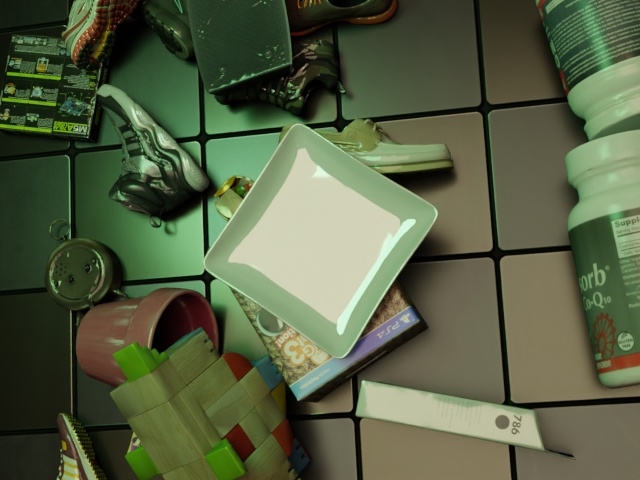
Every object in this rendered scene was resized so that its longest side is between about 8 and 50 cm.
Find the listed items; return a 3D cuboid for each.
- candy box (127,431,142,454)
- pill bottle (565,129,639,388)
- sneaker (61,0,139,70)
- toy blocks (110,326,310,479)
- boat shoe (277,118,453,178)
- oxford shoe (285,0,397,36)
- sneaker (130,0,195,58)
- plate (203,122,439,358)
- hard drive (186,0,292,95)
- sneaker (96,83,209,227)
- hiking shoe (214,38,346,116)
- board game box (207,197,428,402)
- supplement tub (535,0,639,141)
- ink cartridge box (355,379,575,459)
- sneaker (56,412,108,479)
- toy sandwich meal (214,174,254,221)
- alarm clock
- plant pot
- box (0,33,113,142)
[{"bbox_3d":[-0.220,0.333,1.767,0.186,0.053,0.109,14,84,12],"label":"candy box"},{"bbox_3d":[0.492,0.029,1.590,0.210,0.210,0.363,-11,78,10],"label":"pill bottle"},{"bbox_3d":[-0.391,-0.411,1.835,0.093,0.088,0.225,50,117,25],"label":"sneaker"},{"bbox_3d":[-0.141,0.279,1.624,0.190,0.261,0.381,-29,96,35],"label":"toy blocks"},{"bbox_3d":[0.069,-0.153,1.756,0.302,0.113,0.103,-2,85,12],"label":"boat shoe"},{"bbox_3d":[-0.007,-0.420,1.821,0.271,0.098,0.097,-7,80,11],"label":"oxford shoe"},{"bbox_3d":[-0.290,-0.437,1.899,0.106,0.101,0.267,-41,76,-18],"label":"sneaker"},{"bbox_3d":[0.000,0.000,1.633,0.277,0.045,0.278,33,88,14],"label":"plate"},{"bbox_3d":[-0.135,-0.374,1.788,0.172,0.054,0.255,-17,67,13],"label":"hard drive"},{"bbox_3d":[-0.332,-0.146,1.840,0.153,0.101,0.268,-45,78,-1],"label":"sneaker"},{"bbox_3d":[-0.073,-0.265,1.816,0.226,0.086,0.114,-19,74,7],"label":"hiking shoe"},{"bbox_3d":[-0.003,0.081,1.717,0.232,0.141,0.291,-35,76,4],"label":"board game box"},{"bbox_3d":[0.465,-0.307,1.659,0.191,0.191,0.272,-16,78,9],"label":"supplement tub"},{"bbox_3d":[0.230,0.275,1.626,0.332,0.165,0.065,10,82,12],"label":"ink cartridge box"},{"bbox_3d":[-0.424,0.388,1.791,0.084,0.069,0.185,-29,76,0],"label":"sneaker"},{"bbox_3d":[-0.147,-0.075,1.829,0.085,0.029,0.086,-2,81,11],"label":"toy sandwich meal"},{"bbox_3d":[-0.430,0.044,1.854,0.129,0.064,0.192,-32,73,5],"label":"alarm clock"},{"bbox_3d":[-0.296,0.174,1.747,0.180,0.201,0.201,3,81,28],"label":"plant pot"},{"bbox_3d":[-0.488,-0.280,1.926,0.190,0.045,0.184,6,84,12],"label":"box"}]
